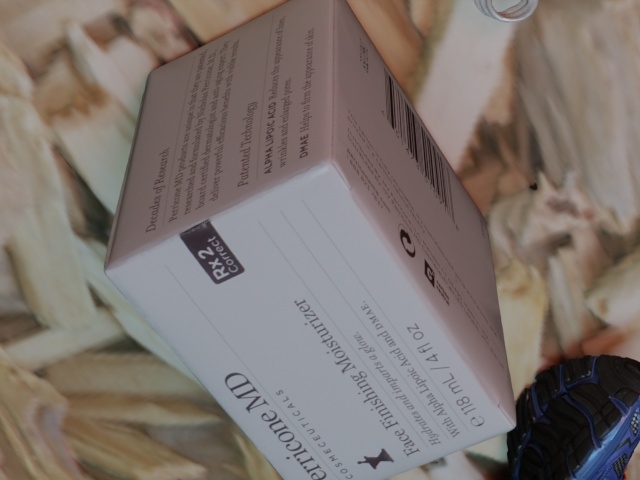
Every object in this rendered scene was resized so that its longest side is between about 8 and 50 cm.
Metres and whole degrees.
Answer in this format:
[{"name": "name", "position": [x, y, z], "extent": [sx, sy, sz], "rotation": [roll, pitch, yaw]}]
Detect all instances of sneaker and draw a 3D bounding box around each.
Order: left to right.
[{"name": "sneaker", "position": [0.164, 0.154, 0.858], "extent": [0.087, 0.083, 0.221], "rotation": [4, 133, -18]}]

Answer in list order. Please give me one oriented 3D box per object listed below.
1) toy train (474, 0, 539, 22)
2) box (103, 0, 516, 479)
[{"name": "toy train", "position": [0.085, -0.187, 0.619], "extent": [0.125, 0.046, 0.166], "rotation": [-19, 127, 26]}, {"name": "box", "position": [0.000, 0.000, 0.672], "extent": [0.119, 0.182, 0.181], "rotation": [-25, 122, 18]}]
